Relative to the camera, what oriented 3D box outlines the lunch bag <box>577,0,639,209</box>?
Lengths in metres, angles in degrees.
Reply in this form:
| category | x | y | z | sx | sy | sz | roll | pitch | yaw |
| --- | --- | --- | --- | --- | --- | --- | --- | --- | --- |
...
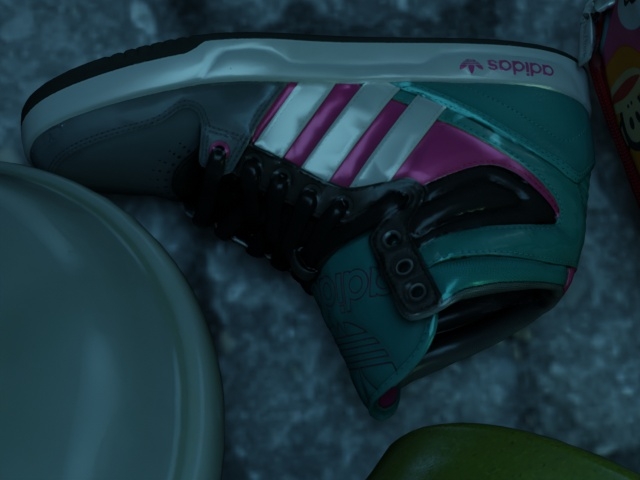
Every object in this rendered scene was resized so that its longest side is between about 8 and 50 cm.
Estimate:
| category | x | y | z | sx | sy | sz | roll | pitch | yaw |
| --- | --- | --- | --- | --- | --- | --- | --- | --- | --- |
| lunch bag | 0.290 | -0.092 | 0.961 | 0.293 | 0.120 | 0.258 | -17 | 78 | -19 |

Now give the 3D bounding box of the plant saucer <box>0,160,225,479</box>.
| category | x | y | z | sx | sy | sz | roll | pitch | yaw |
| --- | --- | --- | --- | --- | --- | --- | --- | --- | --- |
| plant saucer | -0.242 | 0.099 | 0.804 | 0.400 | 0.100 | 0.400 | -12 | 50 | 14 |

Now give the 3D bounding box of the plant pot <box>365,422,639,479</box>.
| category | x | y | z | sx | sy | sz | roll | pitch | yaw |
| --- | --- | --- | --- | --- | --- | --- | --- | --- | --- |
| plant pot | 0.046 | 0.278 | 0.771 | 0.366 | 0.366 | 0.353 | 33 | 64 | 5 |

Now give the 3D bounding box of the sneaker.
| category | x | y | z | sx | sy | sz | roll | pitch | yaw |
| --- | --- | --- | --- | --- | --- | --- | --- | --- | --- |
| sneaker | 0.000 | 0.000 | 0.940 | 0.296 | 0.124 | 0.178 | -2 | 66 | -6 |
